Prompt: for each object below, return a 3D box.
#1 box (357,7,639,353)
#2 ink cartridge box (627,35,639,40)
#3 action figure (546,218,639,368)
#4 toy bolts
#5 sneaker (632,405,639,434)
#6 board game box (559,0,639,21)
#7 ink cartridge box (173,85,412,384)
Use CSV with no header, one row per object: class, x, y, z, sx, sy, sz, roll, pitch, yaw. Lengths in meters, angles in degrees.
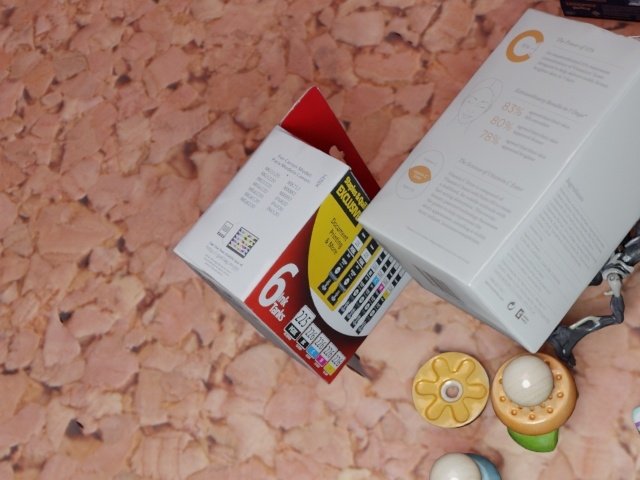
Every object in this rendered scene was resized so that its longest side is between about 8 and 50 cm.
box,0.251,-0.078,1.362,0.345,0.168,0.215,-51,41,-5
ink cartridge box,0.436,-0.156,1.494,0.159,0.092,0.218,0,67,22
action figure,0.391,0.033,1.396,0.276,0.141,0.164,-35,55,21
toy bolts,0.179,0.224,1.370,0.218,0.158,0.228,16,72,27
sneaker,0.424,0.221,1.350,0.098,0.038,0.069,-22,61,21
board game box,0.460,-0.408,1.626,0.194,0.060,0.194,10,70,25
ink cartridge box,0.000,0.000,1.460,0.130,0.309,0.272,33,81,30
